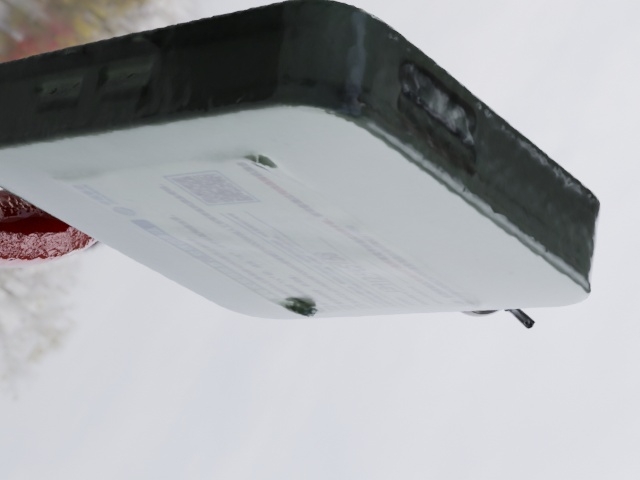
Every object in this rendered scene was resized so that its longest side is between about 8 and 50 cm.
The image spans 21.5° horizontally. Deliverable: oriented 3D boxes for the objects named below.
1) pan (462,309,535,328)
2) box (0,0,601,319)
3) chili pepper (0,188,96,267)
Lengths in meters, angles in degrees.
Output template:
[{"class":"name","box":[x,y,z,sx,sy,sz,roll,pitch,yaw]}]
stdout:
[{"class":"pan","box":[0.160,0.054,1.494,0.068,0.115,0.023,-43,-144,12]},{"class":"box","box":[-0.026,-0.045,1.339,0.396,0.396,0.111,-5,-116,37]},{"class":"chili pepper","box":[-0.259,-0.049,1.588,0.092,0.137,0.368,-40,-179,27]}]
